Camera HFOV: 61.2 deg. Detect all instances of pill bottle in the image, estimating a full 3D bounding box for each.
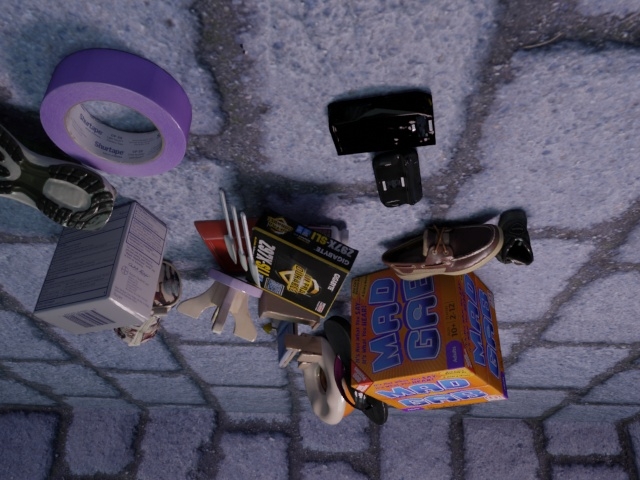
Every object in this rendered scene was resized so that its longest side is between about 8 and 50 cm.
[{"bbox_3d":[0.000,0.000,1.474,0.151,0.086,0.086,2,150,0],"label":"pill bottle"}]

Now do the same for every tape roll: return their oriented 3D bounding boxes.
[{"bbox_3d":[-0.401,-0.244,1.082,0.274,0.090,0.275,1,149,0],"label":"tape roll"}]

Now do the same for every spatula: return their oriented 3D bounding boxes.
[{"bbox_3d":[-0.213,-0.006,1.387,0.019,0.168,0.242,-25,135,-21],"label":"spatula"}]

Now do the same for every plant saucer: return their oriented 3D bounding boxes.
[{"bbox_3d":[-0.207,0.025,1.570,0.258,0.048,0.259,-3,148,8],"label":"plant saucer"}]

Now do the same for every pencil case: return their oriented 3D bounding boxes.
[{"bbox_3d":[-0.580,0.222,1.793,0.159,0.184,0.410,15,148,-22],"label":"pencil case"}]

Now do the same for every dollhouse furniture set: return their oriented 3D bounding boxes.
[{"bbox_3d":[-0.151,0.322,1.833,0.197,0.287,0.303,14,136,-20],"label":"dollhouse furniture set"}]

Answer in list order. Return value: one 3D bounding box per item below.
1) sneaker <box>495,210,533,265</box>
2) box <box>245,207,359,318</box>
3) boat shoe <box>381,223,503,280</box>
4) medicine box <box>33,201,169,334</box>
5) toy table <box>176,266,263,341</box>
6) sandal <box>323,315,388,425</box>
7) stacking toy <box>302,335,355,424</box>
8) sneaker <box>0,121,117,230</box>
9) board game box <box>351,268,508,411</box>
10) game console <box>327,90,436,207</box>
[{"bbox_3d":[0.512,0.031,1.458,0.087,0.131,0.228,0,151,7],"label":"sneaker"},{"bbox_3d":[-0.061,0.070,1.424,0.257,0.079,0.322,27,151,3],"label":"box"},{"bbox_3d":[0.318,0.022,1.466,0.341,0.124,0.123,-17,145,40],"label":"boat shoe"},{"bbox_3d":[-0.572,0.075,1.435,0.263,0.290,0.149,-12,145,23],"label":"medicine box"},{"bbox_3d":[-0.285,0.185,1.628,0.252,0.161,0.274,23,175,1],"label":"toy table"},{"bbox_3d":[0.103,0.482,1.936,0.167,0.107,0.446,-9,109,53],"label":"sandal"},{"bbox_3d":[0.190,0.541,2.262,0.479,0.351,0.351,-7,155,-25],"label":"stacking toy"},{"bbox_3d":[-0.633,-0.156,1.189,0.410,0.158,0.182,31,-173,-9],"label":"sneaker"},{"bbox_3d":[0.336,0.304,1.703,0.356,0.357,0.356,-18,144,30],"label":"board game box"},{"bbox_3d":[0.150,-0.182,1.202,0.213,0.044,0.361,-4,149,13],"label":"game console"}]
